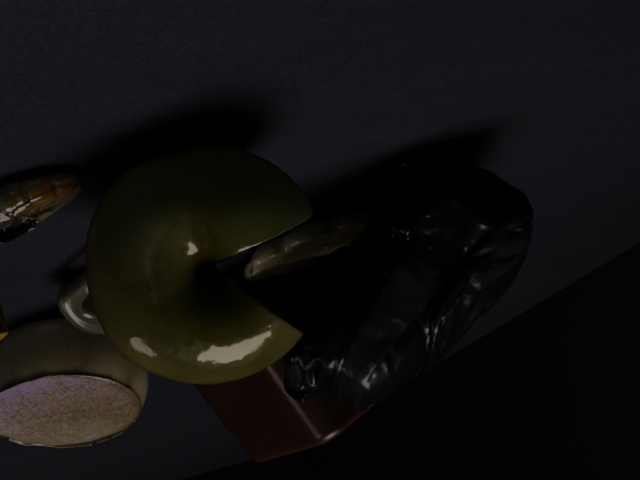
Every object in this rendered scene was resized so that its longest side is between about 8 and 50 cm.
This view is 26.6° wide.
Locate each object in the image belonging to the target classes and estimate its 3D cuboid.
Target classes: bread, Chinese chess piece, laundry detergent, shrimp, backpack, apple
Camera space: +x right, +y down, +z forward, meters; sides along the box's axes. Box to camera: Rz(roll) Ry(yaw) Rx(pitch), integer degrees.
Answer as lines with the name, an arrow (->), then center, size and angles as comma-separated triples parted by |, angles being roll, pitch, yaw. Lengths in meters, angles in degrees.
bread -> 0.000, 0.000, 2.187 | 0.251, 0.039, 0.182 | -16, 164, -19
Chinese chess piece -> -0.408, 0.228, 2.142 | 0.270, 0.112, 0.270 | -7, 148, -4
laundry detergent -> -0.279, 0.066, 1.934 | 0.181, 0.091, 0.253 | -2, 156, -48
shrimp -> -0.377, -0.021, 1.589 | 0.217, 0.051, 0.150 | -24, 172, -4
backpack -> 0.114, 0.083, 2.075 | 0.446, 0.255, 0.363 | -47, 163, -20
apple -> -0.139, 0.026, 1.629 | 0.292, 0.292, 0.254 | -19, -172, -9

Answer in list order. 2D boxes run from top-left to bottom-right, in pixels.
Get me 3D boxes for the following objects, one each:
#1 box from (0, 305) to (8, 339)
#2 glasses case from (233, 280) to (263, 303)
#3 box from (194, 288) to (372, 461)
box -> -0.593, 0.144, 1.785 | 0.301, 0.084, 0.193 | -6, 159, -45
glasses case -> -0.248, 0.148, 2.276 | 0.321, 0.082, 0.122 | -23, 169, 7
box -> -0.046, 0.218, 2.336 | 0.239, 0.229, 0.339 | -37, -176, -31
